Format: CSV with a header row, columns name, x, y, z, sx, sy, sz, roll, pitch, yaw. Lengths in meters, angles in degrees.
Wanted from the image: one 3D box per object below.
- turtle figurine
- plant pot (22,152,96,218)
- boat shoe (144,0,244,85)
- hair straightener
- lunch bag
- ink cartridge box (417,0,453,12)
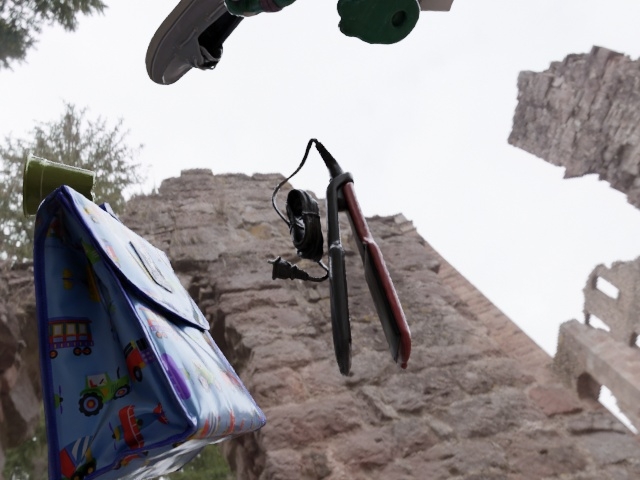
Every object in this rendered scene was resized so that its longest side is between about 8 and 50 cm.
name,x,y,z,sx,sy,sz,roll,pitch,yaw
turtle figurine,0.006,-0.226,0.366,0.118,0.234,0.175,-7,-50,-27
plant pot,-0.333,-0.067,0.705,0.079,0.083,0.083,3,-64,-19
boat shoe,-0.178,-0.293,0.796,0.227,0.081,0.079,-39,-10,35
hair straightener,0.000,0.000,0.433,0.088,0.231,0.047,-9,-37,-5
lunch bag,-0.199,0.091,0.584,0.138,0.293,0.221,-27,-19,2
ink cartridge box,0.222,-0.487,0.815,0.238,0.060,0.275,-28,-36,-48
